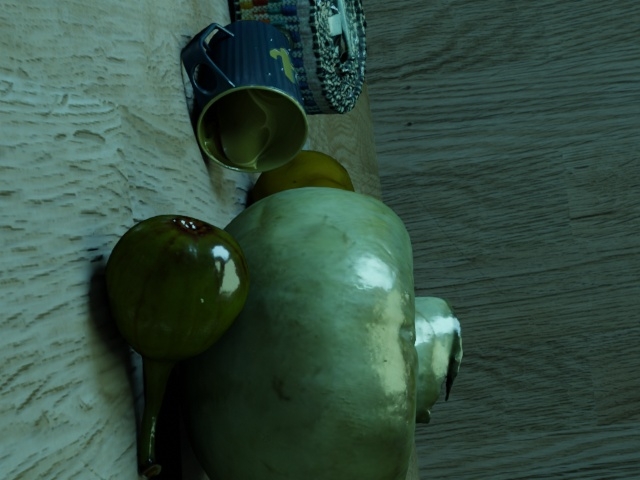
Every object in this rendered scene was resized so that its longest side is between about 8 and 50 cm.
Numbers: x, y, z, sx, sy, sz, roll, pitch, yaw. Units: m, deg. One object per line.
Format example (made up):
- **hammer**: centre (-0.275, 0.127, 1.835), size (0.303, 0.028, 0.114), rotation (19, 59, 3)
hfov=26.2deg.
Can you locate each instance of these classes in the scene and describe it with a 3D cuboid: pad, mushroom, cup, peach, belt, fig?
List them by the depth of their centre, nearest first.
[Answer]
- **fig**: centre (-0.132, 0.092, 1.198), size (0.124, 0.124, 0.236), rotation (-73, 172, -71)
- **pad**: centre (-0.148, 0.188, 1.301), size (0.112, 0.003, 0.157), rotation (57, 26, -70)
- **mushroom**: centre (-0.005, 0.116, 1.342), size (0.352, 0.260, 0.352), rotation (-172, -90, -72)
- **cup**: centre (-0.097, -0.191, 1.651), size (0.176, 0.131, 0.155), rotation (44, 26, -34)
- **peach**: centre (0.000, 0.000, 1.872), size (0.251, 0.153, 0.251), rotation (61, 5, -10)
- **belt**: centre (-0.042, -0.320, 1.992), size (0.207, 0.160, 0.295), rotation (-60, 144, -48)

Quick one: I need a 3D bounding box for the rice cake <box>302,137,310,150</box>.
- **rice cake**: centre (-0.063, -0.151, 1.957), size (0.365, 0.072, 0.056), rotation (41, 39, -77)
